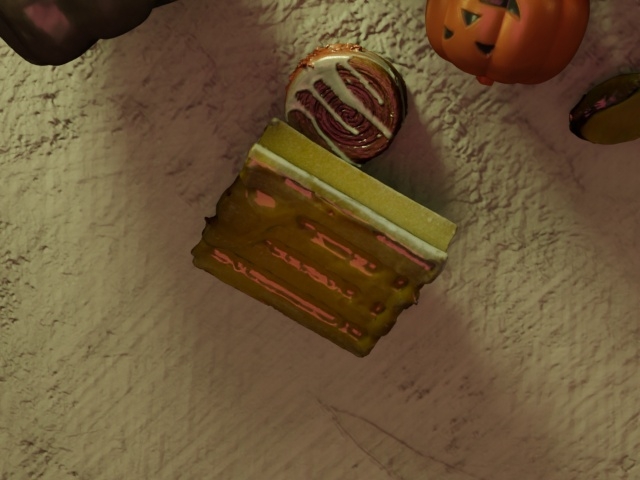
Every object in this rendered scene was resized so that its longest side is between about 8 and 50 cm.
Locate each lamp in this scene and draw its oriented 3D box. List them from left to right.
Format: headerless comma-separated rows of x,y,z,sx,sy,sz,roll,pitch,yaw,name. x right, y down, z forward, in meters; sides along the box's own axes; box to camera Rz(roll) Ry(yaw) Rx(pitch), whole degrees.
0.209,-0.254,1.243,0.188,0.187,0.163,16,117,6,lamp

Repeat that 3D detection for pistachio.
0.385,-0.169,1.316,0.173,0.049,0.089,-10,135,16,pistachio

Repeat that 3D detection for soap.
0.000,0.000,1.405,0.281,0.143,0.259,33,142,-3,soap

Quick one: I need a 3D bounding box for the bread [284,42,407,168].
0.030,-0.172,1.386,0.161,0.073,0.160,6,117,12,bread

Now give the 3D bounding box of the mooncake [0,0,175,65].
-0.249,-0.320,1.258,0.306,0.306,0.154,-22,109,22,mooncake
